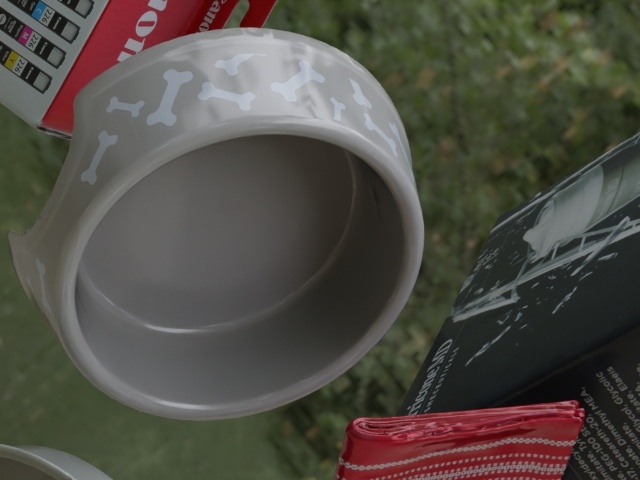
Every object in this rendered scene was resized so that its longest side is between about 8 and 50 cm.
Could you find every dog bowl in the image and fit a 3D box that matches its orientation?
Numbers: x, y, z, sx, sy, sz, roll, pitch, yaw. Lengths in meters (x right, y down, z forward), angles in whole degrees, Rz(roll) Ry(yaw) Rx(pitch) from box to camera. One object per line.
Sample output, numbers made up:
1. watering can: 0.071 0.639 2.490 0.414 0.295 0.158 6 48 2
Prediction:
1. dog bowl: -0.074 0.003 1.469 0.349 0.349 0.102 45 13 -39

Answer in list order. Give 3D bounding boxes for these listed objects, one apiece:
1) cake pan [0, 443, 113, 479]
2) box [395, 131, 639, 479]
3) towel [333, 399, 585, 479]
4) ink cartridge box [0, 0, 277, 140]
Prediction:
1. cake pan: -0.215 0.287 1.416 0.293 0.293 0.054 51 36 8
2. box: 0.366 0.085 1.638 0.297 0.472 0.480 49 33 -10
3. towel: 0.094 0.237 1.440 0.031 0.199 0.275 -113 -154 -48
4. ink cartridge box: -0.182 -0.249 1.597 0.272 0.309 0.130 35 10 28
